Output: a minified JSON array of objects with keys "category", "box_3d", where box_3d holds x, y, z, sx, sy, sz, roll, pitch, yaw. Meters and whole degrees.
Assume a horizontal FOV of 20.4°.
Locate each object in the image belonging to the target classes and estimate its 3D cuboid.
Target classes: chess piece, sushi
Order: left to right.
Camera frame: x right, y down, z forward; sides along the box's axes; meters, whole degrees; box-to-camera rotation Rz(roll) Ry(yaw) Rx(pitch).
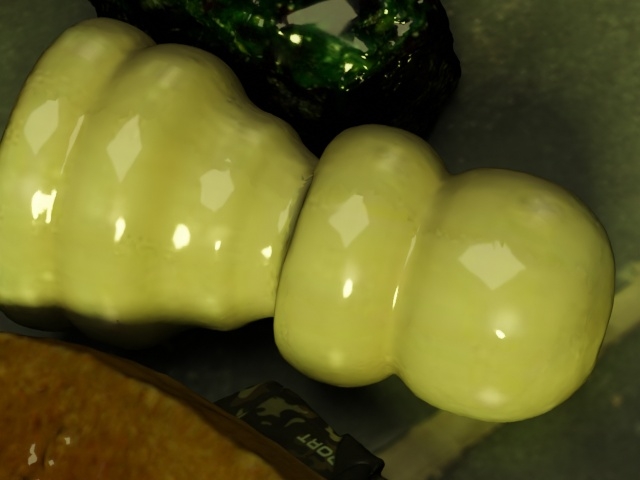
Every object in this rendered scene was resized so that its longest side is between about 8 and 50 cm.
[{"category":"sushi","box_3d":[-0.034,-0.131,0.990,0.225,0.127,0.124,25,65,24]},{"category":"chess piece","box_3d":[0.000,0.000,0.892,0.299,0.167,0.167,15,61,14]}]

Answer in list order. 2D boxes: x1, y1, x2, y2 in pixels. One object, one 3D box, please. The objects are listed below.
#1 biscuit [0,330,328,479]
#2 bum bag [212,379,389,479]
[{"category":"biscuit","box_3d":[-0.135,0.221,0.793,0.394,0.070,0.350,35,85,34]},{"category":"bum bag","box_3d":[0.008,0.144,0.832,0.248,0.069,0.102,32,84,30]}]
